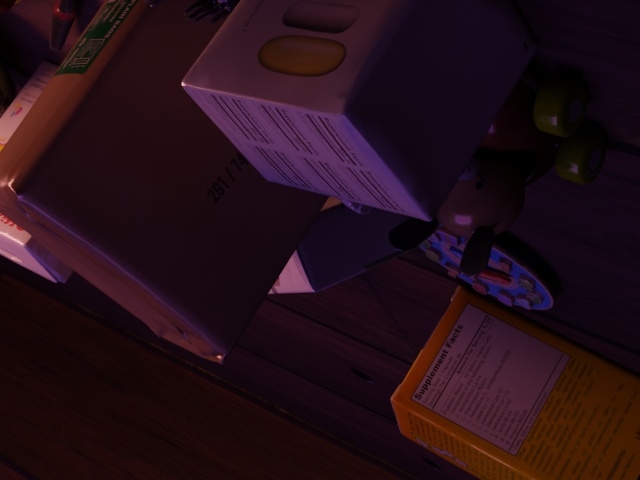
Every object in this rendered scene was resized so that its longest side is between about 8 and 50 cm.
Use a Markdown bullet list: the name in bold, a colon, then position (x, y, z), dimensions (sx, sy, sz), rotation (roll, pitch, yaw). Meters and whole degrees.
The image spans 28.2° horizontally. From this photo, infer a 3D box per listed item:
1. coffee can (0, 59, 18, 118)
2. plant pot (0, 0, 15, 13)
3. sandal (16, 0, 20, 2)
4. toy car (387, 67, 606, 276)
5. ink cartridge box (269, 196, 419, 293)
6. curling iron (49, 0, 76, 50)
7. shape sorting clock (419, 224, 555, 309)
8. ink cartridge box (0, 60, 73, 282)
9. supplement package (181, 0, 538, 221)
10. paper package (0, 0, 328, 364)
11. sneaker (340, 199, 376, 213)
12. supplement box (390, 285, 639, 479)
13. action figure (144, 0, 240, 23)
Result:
- **coffee can**: position (-0.594, -0.263, 1.934), dimensions (0.202, 0.201, 0.275), rotation (29, 164, 13)
- **plant pot**: position (-0.436, -0.339, 1.263), dimensions (0.267, 0.267, 0.236), rotation (-8, 160, 34)
- **sandal**: position (-0.491, -0.350, 1.654), dimensions (0.317, 0.126, 0.138), rotation (0, 105, 44)
- **toy car**: position (0.141, -0.060, 1.159), dimensions (0.155, 0.188, 0.149), rotation (21, 160, 36)
- **ink cartridge box**: position (0.000, 0.000, 1.626), dimensions (0.219, 0.160, 0.092), rotation (-9, 103, 67)
- **curling iron**: position (-0.335, -0.304, 1.625), dimensions (0.068, 0.035, 0.274), rotation (37, 163, 1)
- **shape sorting clock**: position (0.197, 0.031, 1.588), dimensions (0.206, 0.040, 0.206), rotation (30, 164, 10)
- **ink cartridge box**: position (-0.396, -0.104, 1.886), dimensions (0.201, 0.278, 0.117), rotation (22, 161, 31)
- **supplement package**: position (0.034, -0.150, 1.089), dimensions (0.203, 0.194, 0.149), rotation (16, 158, 44)
- **paper package**: position (-0.155, -0.090, 1.385), dimensions (0.309, 0.324, 0.168), rotation (42, 162, -29)
- **sneaker**: position (0.030, -0.115, 1.269), dimensions (0.153, 0.094, 0.235), rotation (40, -150, 13)
- **supplement box**: position (0.301, 0.249, 1.753), dimensions (0.357, 0.194, 0.195), rotation (28, 163, 18)
- **action figure**: position (-0.167, -0.299, 1.140), dimensions (0.164, 0.141, 0.275), rotation (36, 170, 34)
